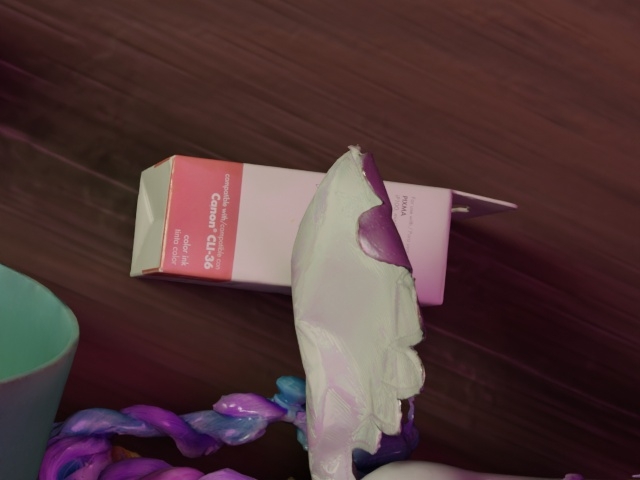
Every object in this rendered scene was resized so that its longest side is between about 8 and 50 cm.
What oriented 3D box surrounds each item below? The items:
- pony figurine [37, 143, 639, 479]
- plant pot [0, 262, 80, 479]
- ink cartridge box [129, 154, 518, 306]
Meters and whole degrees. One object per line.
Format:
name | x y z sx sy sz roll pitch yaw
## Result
pony figurine | 0.036 0.151 0.779 0.363 0.351 0.303 14 70 -18
plant pot | -0.279 0.129 0.724 0.293 0.293 0.235 10 102 -15
ink cartridge box | 0.000 0.000 0.879 0.198 0.115 0.067 7 86 -14
